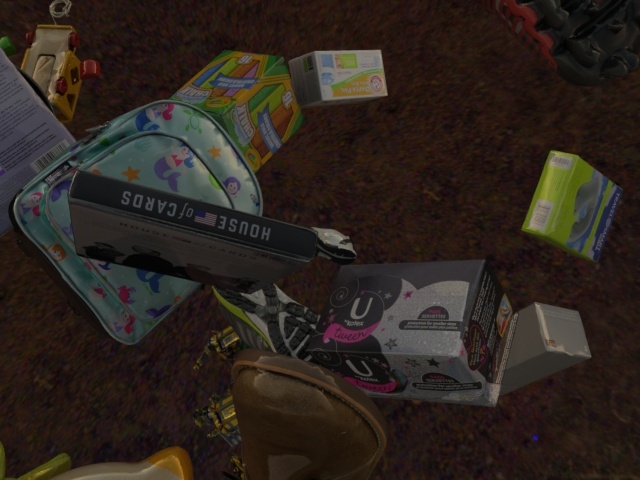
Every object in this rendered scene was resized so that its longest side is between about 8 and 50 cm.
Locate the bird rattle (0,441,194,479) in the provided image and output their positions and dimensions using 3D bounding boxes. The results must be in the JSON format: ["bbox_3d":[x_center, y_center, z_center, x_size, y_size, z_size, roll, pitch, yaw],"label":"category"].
[{"bbox_3d":[-0.140,0.222,0.420,0.207,0.143,0.253,-21,65,-4],"label":"bird rattle"}]

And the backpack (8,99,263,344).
[{"bbox_3d":[-0.196,-0.035,0.879,0.253,0.191,0.225,-42,107,-24],"label":"backpack"}]

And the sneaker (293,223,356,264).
[{"bbox_3d":[0.000,0.000,1.098,0.109,0.043,0.040,23,127,-26],"label":"sneaker"}]

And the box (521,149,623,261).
[{"bbox_3d":[0.336,-0.039,1.004,0.178,0.042,0.109,19,92,-47],"label":"box"}]

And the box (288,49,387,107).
[{"bbox_3d":[0.044,-0.374,1.776,0.203,0.103,0.114,-13,96,-37],"label":"box"}]

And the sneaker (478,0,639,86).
[{"bbox_3d":[0.104,-0.213,0.493,0.098,0.135,0.276,-37,94,-14],"label":"sneaker"}]

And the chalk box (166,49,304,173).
[{"bbox_3d":[-0.202,-0.255,1.659,0.289,0.179,0.180,-52,140,-31],"label":"chalk box"}]

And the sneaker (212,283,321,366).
[{"bbox_3d":[-0.071,0.158,1.314,0.111,0.121,0.300,-33,63,-26],"label":"sneaker"}]

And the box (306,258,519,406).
[{"bbox_3d":[0.132,0.133,1.110,0.142,0.247,0.163,51,50,-36],"label":"box"}]

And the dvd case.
[{"bbox_3d":[-0.118,0.003,0.652,0.179,0.239,0.029,14,76,-14],"label":"dvd case"}]

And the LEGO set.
[{"bbox_3d":[-0.181,0.342,1.531,0.192,0.331,0.255,-32,125,11],"label":"LEGO set"}]

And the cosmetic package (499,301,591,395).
[{"bbox_3d":[0.371,0.211,1.451,0.127,0.238,0.107,14,53,-33],"label":"cosmetic package"}]

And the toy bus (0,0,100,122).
[{"bbox_3d":[-0.504,-0.323,1.461,0.202,0.104,0.191,-37,71,-6],"label":"toy bus"}]

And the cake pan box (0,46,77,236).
[{"bbox_3d":[-0.452,-0.116,0.937,0.267,0.070,0.245,-44,110,-21],"label":"cake pan box"}]

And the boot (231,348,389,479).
[{"bbox_3d":[-0.016,0.190,0.589,0.112,0.305,0.115,14,55,18],"label":"boot"}]
